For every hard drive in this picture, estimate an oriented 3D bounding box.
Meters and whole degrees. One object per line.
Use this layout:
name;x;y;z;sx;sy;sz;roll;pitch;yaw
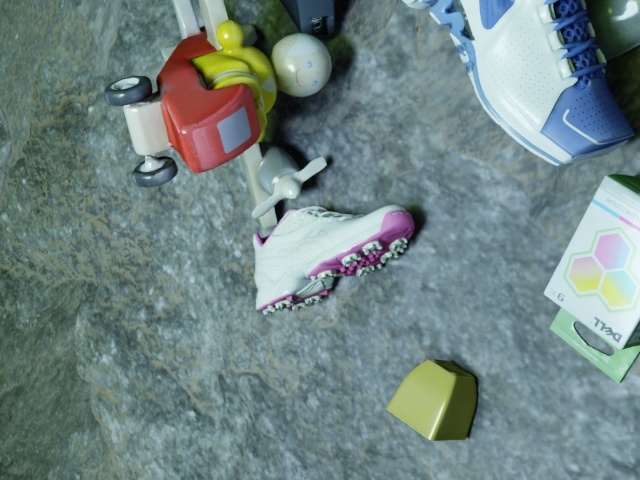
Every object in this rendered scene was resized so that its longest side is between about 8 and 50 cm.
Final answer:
hard drive;-0.041;-0.395;1.225;0.172;0.054;0.254;61;172;23

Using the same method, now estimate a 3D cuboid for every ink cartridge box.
ink cartridge box;0.317;0.045;0.987;0.109;0.062;0.209;41;120;35

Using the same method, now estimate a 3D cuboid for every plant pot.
plant pot;0.149;0.197;1.157;0.081;0.082;0.083;30;103;40

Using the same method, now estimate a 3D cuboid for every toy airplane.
toy airplane;-0.117;-0.234;1.279;0.273;0.386;0.384;-9;75;8

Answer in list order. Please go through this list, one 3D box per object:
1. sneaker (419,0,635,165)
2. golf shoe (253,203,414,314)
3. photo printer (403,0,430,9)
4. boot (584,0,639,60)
sneaker;0.226;-0.242;0.933;0.315;0.128;0.182;58;137;15
golf shoe;0.000;0.000;1.275;0.306;0.115;0.140;-30;68;41
photo printer;0.152;-0.456;1.047;0.308;0.107;0.256;-34;93;41
boot;0.339;-0.296;0.949;0.209;0.076;0.189;-12;83;52
